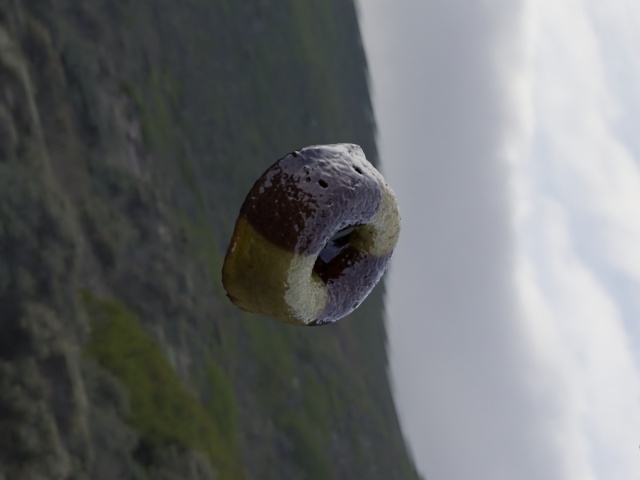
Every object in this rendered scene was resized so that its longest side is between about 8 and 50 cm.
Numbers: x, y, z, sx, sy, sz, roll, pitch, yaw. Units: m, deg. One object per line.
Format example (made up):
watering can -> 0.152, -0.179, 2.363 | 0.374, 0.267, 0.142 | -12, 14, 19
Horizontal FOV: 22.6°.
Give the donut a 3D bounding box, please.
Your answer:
donut -> 0.000, 0.000, 1.346 | 0.073, 0.166, 0.184 | 33, 9, 28
